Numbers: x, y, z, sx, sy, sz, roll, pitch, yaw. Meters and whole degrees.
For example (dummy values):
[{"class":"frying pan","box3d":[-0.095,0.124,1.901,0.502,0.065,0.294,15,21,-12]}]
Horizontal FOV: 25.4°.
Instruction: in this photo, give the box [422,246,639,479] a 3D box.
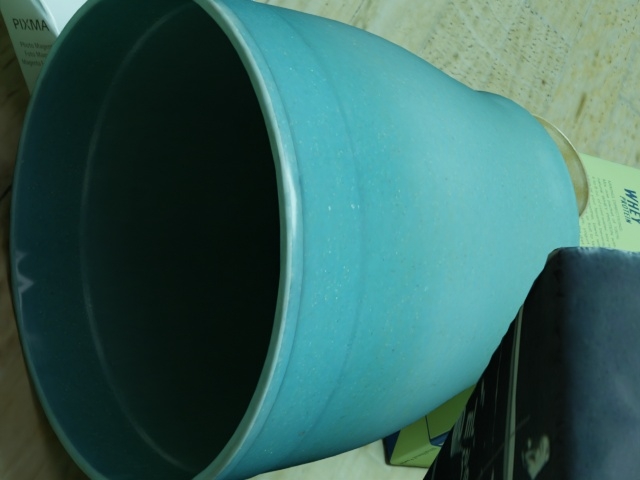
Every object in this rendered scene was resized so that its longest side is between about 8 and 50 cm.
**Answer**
[{"class":"box","box3d":[0.169,0.318,0.525,0.297,0.480,0.472,7,65,-2]}]

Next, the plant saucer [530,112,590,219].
[{"class":"plant saucer","box3d":[0.143,-0.045,0.942,0.083,0.015,0.083,19,55,-29]}]

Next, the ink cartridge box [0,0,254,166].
[{"class":"ink cartridge box","box3d":[-0.129,-0.191,0.887,0.189,0.066,0.232,-47,136,-44]}]

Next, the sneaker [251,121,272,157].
[{"class":"sneaker","box3d":[-0.001,-0.093,0.995,0.080,0.081,0.211,51,44,-3]}]

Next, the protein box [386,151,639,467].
[{"class":"protein box","box3d":[0.152,0.052,1.001,0.201,0.136,0.200,11,59,-34]}]

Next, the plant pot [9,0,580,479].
[{"class":"plant pot","box3d":[0.000,0.000,0.808,0.255,0.271,0.271,0,66,-39]}]
